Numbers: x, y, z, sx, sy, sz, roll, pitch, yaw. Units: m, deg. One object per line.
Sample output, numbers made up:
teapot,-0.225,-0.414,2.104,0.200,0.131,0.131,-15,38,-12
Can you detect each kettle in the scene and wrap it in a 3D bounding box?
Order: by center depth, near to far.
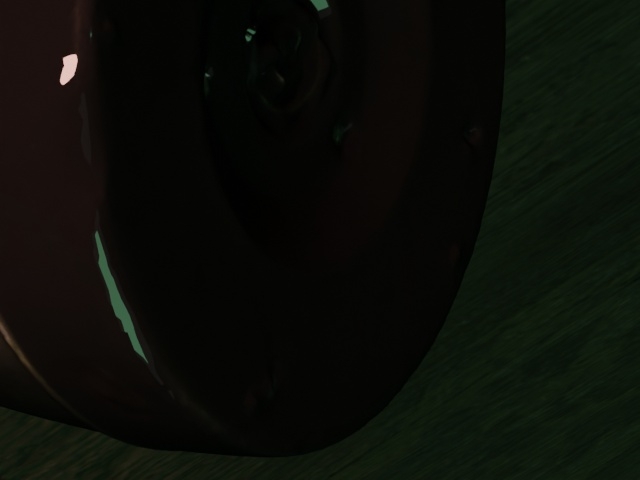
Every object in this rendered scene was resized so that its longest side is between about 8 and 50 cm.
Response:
kettle,-0.121,-0.056,0.542,0.271,0.207,0.250,5,-179,33
